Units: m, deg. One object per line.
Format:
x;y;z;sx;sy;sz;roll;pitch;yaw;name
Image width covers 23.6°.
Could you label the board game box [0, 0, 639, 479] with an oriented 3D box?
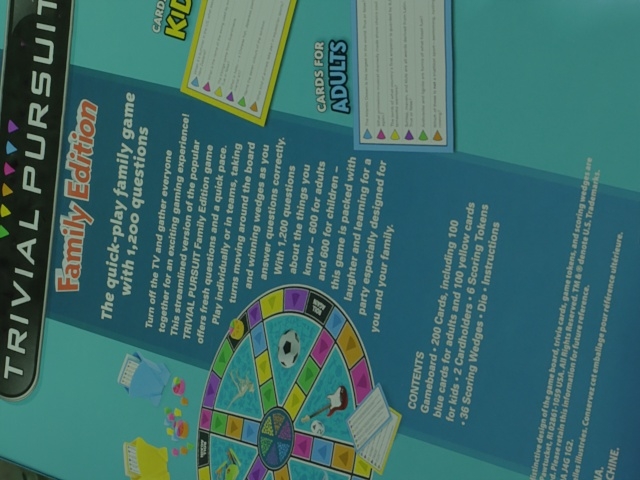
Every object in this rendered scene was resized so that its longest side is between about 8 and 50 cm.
0.000;0.000;0.619;0.336;0.079;0.254;15;105;28;board game box
